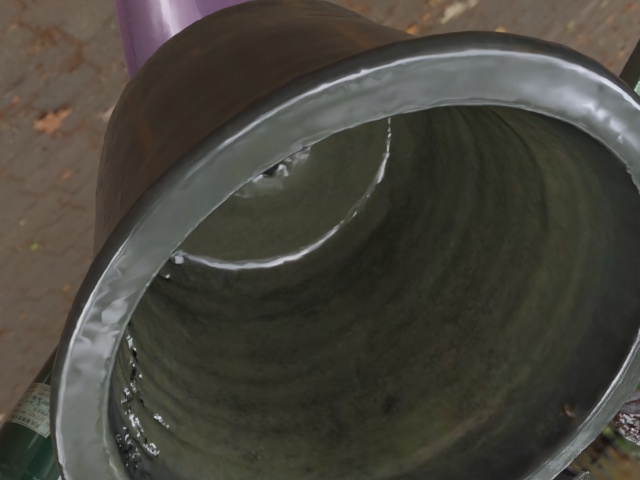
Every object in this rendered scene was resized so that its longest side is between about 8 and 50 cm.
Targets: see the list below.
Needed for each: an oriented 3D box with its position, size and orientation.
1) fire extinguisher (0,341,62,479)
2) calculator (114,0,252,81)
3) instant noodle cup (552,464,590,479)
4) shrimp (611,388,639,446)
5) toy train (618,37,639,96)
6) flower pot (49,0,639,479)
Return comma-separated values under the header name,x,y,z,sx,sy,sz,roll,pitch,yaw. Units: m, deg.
name,x,y,z,sx,sy,sz,roll,pitch,yaw
fire extinguisher,-0.246,0.184,1.072,0.118,0.093,0.294,-3,-136,37
calculator,-0.059,-0.078,0.727,0.043,0.294,0.194,-4,-157,15
instant noodle cup,0.210,0.268,1.311,0.127,0.135,0.127,-40,151,-27
shrimp,0.332,0.159,1.012,0.165,0.065,0.056,-3,-151,23
toy train,0.504,-0.203,1.519,0.179,0.272,0.442,-81,-169,-55
flower pot,0.000,0.000,0.448,0.235,0.148,0.235,-14,130,-18
